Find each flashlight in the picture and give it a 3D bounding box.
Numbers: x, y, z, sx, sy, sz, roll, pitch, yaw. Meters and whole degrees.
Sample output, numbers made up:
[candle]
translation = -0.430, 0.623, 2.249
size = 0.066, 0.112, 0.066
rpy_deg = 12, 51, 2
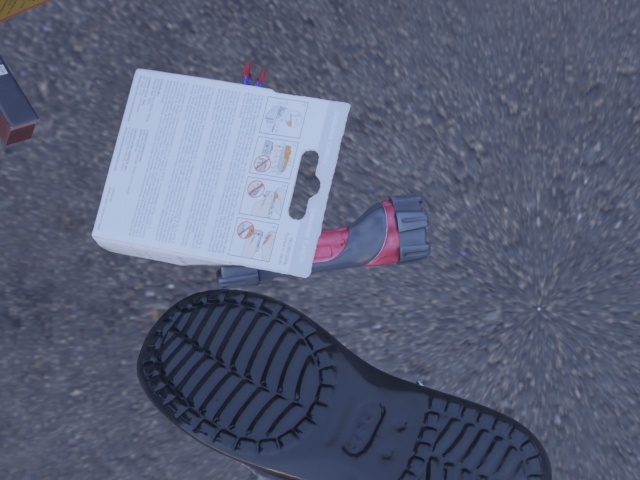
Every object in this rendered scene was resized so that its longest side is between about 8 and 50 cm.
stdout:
[flashlight]
translation = 0.000, 0.000, 1.740
size = 0.304, 0.103, 0.103
rpy_deg = -6, 79, -6

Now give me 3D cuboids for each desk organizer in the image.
[desk organizer]
translation = -0.462, -0.205, 1.765
size = 0.047, 0.050, 0.130
rpy_deg = -23, 71, -35

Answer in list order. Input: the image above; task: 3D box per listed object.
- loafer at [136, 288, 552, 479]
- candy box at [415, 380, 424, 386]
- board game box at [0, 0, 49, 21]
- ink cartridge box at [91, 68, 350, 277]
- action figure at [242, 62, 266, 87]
[loafer]
translation = 0.005, 0.096, 0.588
size = 0.220, 0.078, 0.080
rpy_deg = 25, 66, 26
[candy box]
translation = 0.044, 0.265, 1.349
size = 0.070, 0.196, 0.165
rpy_deg = 45, 130, 6
[board game box]
translation = -0.411, -0.458, 1.276
size = 0.356, 0.356, 0.356
rpy_deg = 45, 127, 1
[ink cartridge box]
translation = -0.094, -0.062, 1.187
size = 0.224, 0.056, 0.181
rpy_deg = 11, 78, 12
[action figure]
translation = -0.096, -0.198, 1.645
size = 0.038, 0.115, 0.030
rpy_deg = 18, 69, -2
